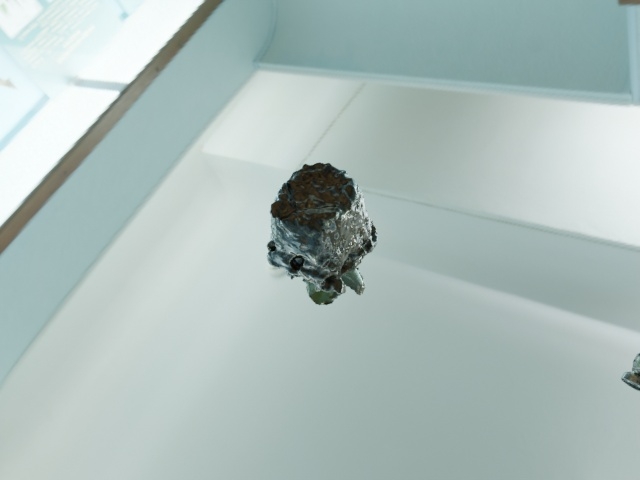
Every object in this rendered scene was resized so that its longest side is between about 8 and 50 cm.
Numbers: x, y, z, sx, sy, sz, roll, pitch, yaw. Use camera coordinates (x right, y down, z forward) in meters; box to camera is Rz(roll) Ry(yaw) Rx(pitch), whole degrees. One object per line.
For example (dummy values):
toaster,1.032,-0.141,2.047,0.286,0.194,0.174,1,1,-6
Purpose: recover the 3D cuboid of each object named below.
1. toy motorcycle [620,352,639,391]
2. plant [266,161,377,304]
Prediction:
toy motorcycle,0.337,0.117,0.556,0.106,0.190,0.074,29,-100,29
plant,0.000,0.000,0.864,0.142,0.203,0.131,17,-124,28
